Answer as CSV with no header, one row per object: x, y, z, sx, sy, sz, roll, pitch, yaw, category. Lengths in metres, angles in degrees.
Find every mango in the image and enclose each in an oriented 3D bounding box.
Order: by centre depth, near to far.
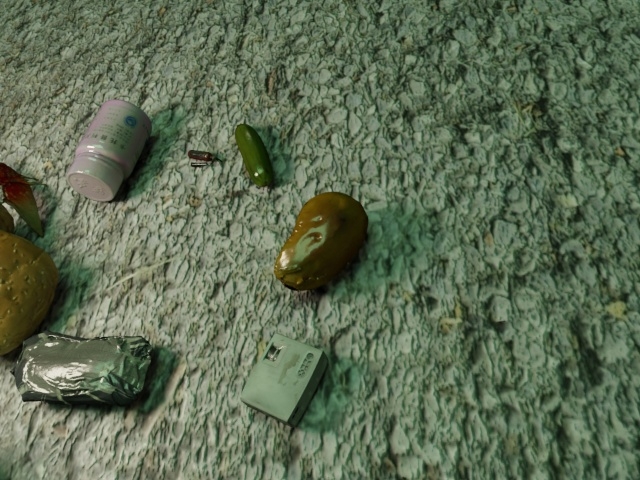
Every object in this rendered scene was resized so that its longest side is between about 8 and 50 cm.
0.000,0.000,1.237,0.156,0.151,0.248,44,70,0,mango

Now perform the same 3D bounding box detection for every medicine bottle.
-0.561,-0.239,1.571,0.152,0.152,0.254,2,57,18,medicine bottle

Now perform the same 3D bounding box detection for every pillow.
-0.511,0.268,1.241,0.335,0.092,0.161,-2,50,16,pillow

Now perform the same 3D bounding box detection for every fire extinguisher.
-0.312,-0.213,1.552,0.100,0.032,0.046,14,50,31,fire extinguisher

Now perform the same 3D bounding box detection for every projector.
-0.067,0.267,1.129,0.115,0.061,0.147,18,63,25,projector

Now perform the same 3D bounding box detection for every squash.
-0.174,-0.231,1.501,0.066,0.066,0.252,-25,53,-1,squash

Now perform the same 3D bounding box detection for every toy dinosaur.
-0.854,-0.125,1.609,0.328,0.112,0.206,21,25,7,toy dinosaur

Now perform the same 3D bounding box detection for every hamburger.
-0.745,0.118,1.325,0.145,0.260,0.283,0,68,58,hamburger

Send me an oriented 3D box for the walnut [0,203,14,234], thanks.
-0.861,-0.002,1.458,0.198,0.198,0.244,49,118,36,walnut
